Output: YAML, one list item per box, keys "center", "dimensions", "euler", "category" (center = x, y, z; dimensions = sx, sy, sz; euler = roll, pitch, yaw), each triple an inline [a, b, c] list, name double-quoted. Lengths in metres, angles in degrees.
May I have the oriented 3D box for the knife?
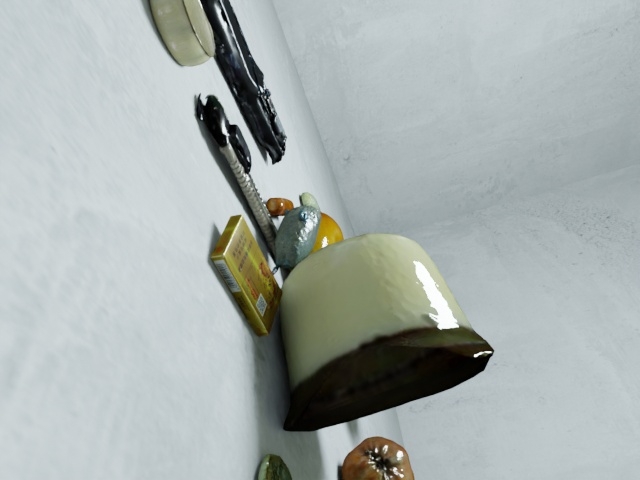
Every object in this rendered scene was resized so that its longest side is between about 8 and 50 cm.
- center: [-0.114, -0.088, 0.836]
  dimensions: [0.089, 0.043, 0.365]
  euler: [-91, 165, -45]
  category: "knife"

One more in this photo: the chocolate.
- center: [0.070, 0.131, 0.794]
  dimensions: [0.326, 0.313, 0.297]
  euler: [49, 18, -67]
  category: "chocolate"

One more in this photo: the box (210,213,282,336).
- center: [-0.098, 0.050, 0.670]
  dimensions: [0.089, 0.022, 0.156]
  euler: [-75, 150, -46]
  category: "box"

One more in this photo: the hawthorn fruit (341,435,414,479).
- center: [0.122, 0.479, 0.962]
  dimensions: [0.149, 0.149, 0.189]
  euler: [-98, 165, -46]
  category: "hawthorn fruit"

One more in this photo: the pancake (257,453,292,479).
- center: [-0.043, 0.318, 0.570]
  dimensions: [0.116, 0.022, 0.130]
  euler: [59, 16, -71]
  category: "pancake"

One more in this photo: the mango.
- center: [-0.015, 0.019, 1.036]
  dimensions: [0.221, 0.120, 0.152]
  euler: [-59, 134, -69]
  category: "mango"

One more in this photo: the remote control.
- center: [-0.153, -0.338, 1.001]
  dimensions: [0.399, 0.062, 0.145]
  euler: [66, 12, -46]
  category: "remote control"

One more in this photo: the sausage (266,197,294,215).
- center: [-0.085, -0.069, 1.009]
  dimensions: [0.131, 0.041, 0.039]
  euler: [-23, 119, -82]
  category: "sausage"

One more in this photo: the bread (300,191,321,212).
- center: [0.000, 0.000, 1.437]
  dimensions: [0.207, 0.056, 0.287]
  euler: [-87, 159, -72]
  category: "bread"

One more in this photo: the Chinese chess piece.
- center: [-0.196, -0.313, 0.690]
  dimensions: [0.122, 0.051, 0.122]
  euler: [-15, 90, -84]
  category: "Chinese chess piece"

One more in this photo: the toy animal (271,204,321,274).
- center: [-0.063, 0.019, 0.829]
  dimensions: [0.079, 0.070, 0.253]
  euler: [57, 39, -20]
  category: "toy animal"
